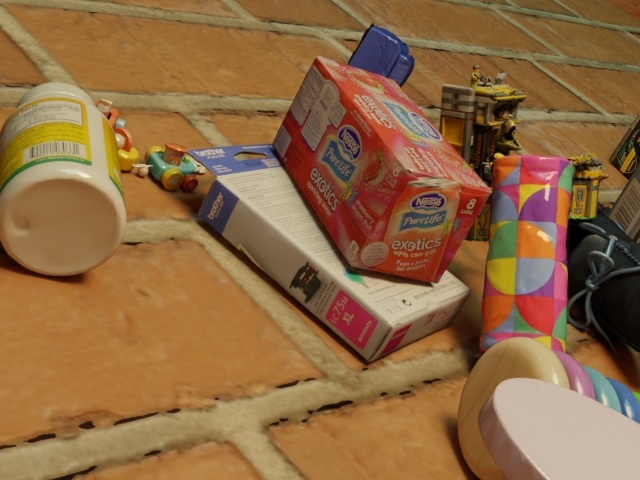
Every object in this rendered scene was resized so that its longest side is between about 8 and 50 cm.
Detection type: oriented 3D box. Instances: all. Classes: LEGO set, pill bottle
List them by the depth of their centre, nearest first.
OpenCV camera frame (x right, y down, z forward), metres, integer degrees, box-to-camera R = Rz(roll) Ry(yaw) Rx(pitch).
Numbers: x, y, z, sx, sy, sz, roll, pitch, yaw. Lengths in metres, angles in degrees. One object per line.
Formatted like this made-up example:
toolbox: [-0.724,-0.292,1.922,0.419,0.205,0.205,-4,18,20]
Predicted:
pill bottle: [-0.252,-0.069,1.048,0.117,0.117,0.208,14,29,-24]
LEGO set: [0.216,-0.126,1.412,0.331,0.192,0.255,-8,17,-37]

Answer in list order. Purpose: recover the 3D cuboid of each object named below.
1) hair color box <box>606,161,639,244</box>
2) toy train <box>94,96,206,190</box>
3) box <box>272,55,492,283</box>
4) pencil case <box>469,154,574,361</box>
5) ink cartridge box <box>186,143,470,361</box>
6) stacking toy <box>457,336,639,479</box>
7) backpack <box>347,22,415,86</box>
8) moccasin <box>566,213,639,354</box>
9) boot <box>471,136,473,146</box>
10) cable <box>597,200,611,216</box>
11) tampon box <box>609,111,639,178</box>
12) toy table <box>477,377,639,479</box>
hair color box: [0.599,0.029,1.570,0.374,0.185,0.113,20,26,-13]
toy train: [-0.207,-0.118,1.258,0.166,0.046,0.125,23,27,-7]
box: [0.061,-0.082,1.213,0.123,0.128,0.257,11,29,-33]
pencil case: [0.226,0.024,1.196,0.104,0.236,0.104,7,-11,1]
ink cartridge box: [0.000,0.000,1.216,0.311,0.065,0.186,41,28,21]
stacking toy: [0.302,0.197,1.069,0.330,0.141,0.141,17,28,-27]
backpack: [0.103,-0.295,1.811,0.101,0.098,0.120,37,14,1]
moccasin: [0.361,0.055,1.404,0.117,0.137,0.342,15,14,-14]
boot: [0.275,-0.136,1.738,0.118,0.042,0.087,29,24,4]
cable: [0.382,-0.053,1.691,0.150,0.047,0.184,12,32,-17]
tampon box: [0.637,-0.145,1.991,0.101,0.120,0.161,8,32,-34]
toy table: [0.219,0.249,0.855,0.274,0.161,0.252,38,28,19]
